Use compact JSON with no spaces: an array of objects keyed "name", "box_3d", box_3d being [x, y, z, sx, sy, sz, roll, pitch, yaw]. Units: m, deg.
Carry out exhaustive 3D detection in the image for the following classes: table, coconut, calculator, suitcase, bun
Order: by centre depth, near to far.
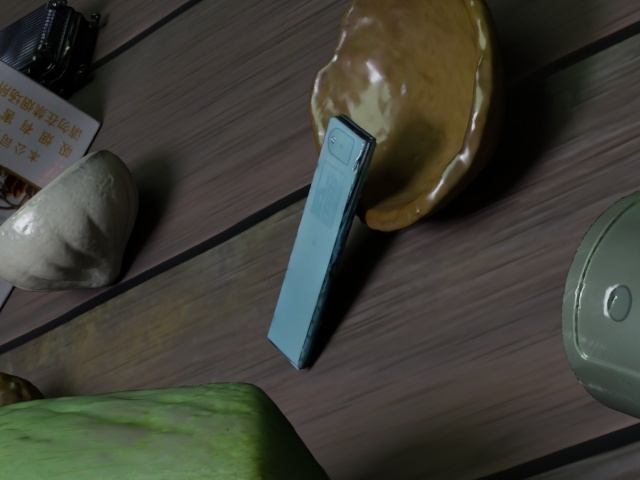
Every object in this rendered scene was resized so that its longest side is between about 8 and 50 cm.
[{"name":"table","box_3d":[0.233,0.050,0.843,0.220,0.126,0.126,16,77,55]},{"name":"coconut","box_3d":[-0.094,0.226,0.986,0.328,0.329,0.281,-134,38,-55]},{"name":"calculator","box_3d":[0.000,0.000,1.213,0.057,0.018,0.172,42,120,57]},{"name":"bun","box_3d":[-0.199,-0.002,1.446,0.138,0.094,0.138,-38,1,1]},{"name":"suitcase","box_3d":[-0.268,-0.174,1.689,0.126,0.059,0.086,-21,47,41]}]

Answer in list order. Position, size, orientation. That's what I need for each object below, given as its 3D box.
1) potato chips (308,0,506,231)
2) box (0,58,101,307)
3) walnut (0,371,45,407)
[{"name":"potato chips","box_3d":[0.066,-0.094,1.204,0.208,0.062,0.195,-27,59,56]},{"name":"box","box_3d":[-0.316,-0.042,1.566,0.067,0.149,0.233,18,78,57]},{"name":"walnut","box_3d":[-0.255,0.158,1.381,0.105,0.105,0.124,-47,29,16]}]
